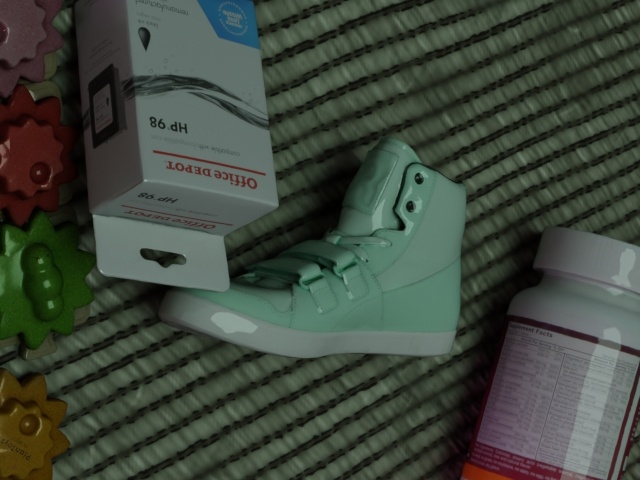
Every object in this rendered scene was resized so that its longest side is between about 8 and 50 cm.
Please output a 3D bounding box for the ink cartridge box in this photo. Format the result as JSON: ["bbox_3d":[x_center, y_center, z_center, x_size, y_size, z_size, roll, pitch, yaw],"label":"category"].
[{"bbox_3d":[-0.086,-0.066,0.978,0.104,0.060,0.180,10,64,-40],"label":"ink cartridge box"}]

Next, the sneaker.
[{"bbox_3d":[0.000,0.000,1.089,0.256,0.094,0.151,2,97,-44],"label":"sneaker"}]

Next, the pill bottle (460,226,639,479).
[{"bbox_3d":[0.192,0.108,1.246,0.121,0.121,0.221,19,85,-40],"label":"pill bottle"}]

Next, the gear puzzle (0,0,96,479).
[{"bbox_3d":[-0.209,0.005,0.949,0.175,0.044,0.339,-17,108,-36],"label":"gear puzzle"}]
